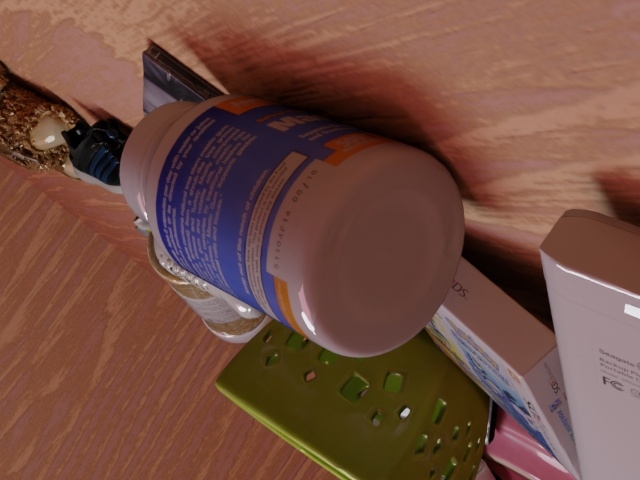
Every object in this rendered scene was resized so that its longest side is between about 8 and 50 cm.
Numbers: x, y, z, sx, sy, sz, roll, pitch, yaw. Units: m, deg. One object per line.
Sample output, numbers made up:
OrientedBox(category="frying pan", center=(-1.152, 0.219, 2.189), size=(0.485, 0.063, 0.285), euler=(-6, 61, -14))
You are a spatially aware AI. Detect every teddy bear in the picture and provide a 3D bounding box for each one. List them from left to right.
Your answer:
OrientedBox(category="teddy bear", center=(-0.453, -0.184, 1.601), size=(0.338, 0.113, 0.245), euler=(12, 163, 46))

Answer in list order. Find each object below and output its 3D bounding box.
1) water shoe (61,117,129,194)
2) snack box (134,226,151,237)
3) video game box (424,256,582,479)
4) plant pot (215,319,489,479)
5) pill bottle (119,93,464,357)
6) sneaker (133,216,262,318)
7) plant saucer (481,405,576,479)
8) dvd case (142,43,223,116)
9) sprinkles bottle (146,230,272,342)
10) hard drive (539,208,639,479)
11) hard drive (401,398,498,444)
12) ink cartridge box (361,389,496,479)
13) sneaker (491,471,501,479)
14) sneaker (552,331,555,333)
OrientedBox(category="water shoe", center=(-0.263, -0.110, 1.354), size=(0.203, 0.073, 0.080), euler=(7, 132, 45))
OrientedBox(category="snack box", center=(-0.280, -0.008, 1.946), size=(0.100, 0.037, 0.141), euler=(39, 169, -12))
OrientedBox(category="video game box", center=(0.140, 0.086, 0.884), size=(0.205, 0.048, 0.187), euler=(43, 170, 45))
OrientedBox(category="plant pot", center=(0.067, 0.156, 1.133), size=(0.228, 0.207, 0.227), euler=(29, 167, 34))
OrientedBox(category="pill bottle", center=(-0.037, -0.027, 0.812), size=(0.272, 0.152, 0.152), euler=(25, 165, 46))
OrientedBox(category="sneaker", center=(-0.152, 0.024, 1.385), size=(0.235, 0.095, 0.090), euler=(51, 174, 33))
OrientedBox(category="plant saucer", center=(0.314, 0.295, 1.313), size=(0.332, 0.084, 0.332), euler=(34, 170, 7))
OrientedBox(category="dvd case", center=(-0.102, -0.104, 1.037), size=(0.164, 0.018, 0.221), euler=(36, 169, -3))
OrientedBox(category="sprinkles bottle", center=(-0.160, 0.061, 1.647), size=(0.121, 0.121, 0.355), euler=(32, 169, 17))
OrientedBox(category="hard drive", center=(0.266, 0.139, 0.671), size=(0.233, 0.047, 0.353), euler=(23, 153, 33))
OrientedBox(category="hard drive", center=(0.143, 0.176, 1.261), size=(0.135, 0.094, 0.022), euler=(14, -156, 28))
OrientedBox(category="ink cartridge box", center=(0.128, 0.309, 1.440), size=(0.223, 0.129, 0.307), euler=(40, 172, 30))
OrientedBox(category="sneaker", center=(0.283, 0.371, 1.659), size=(0.295, 0.124, 0.178), euler=(16, 156, -8))
OrientedBox(category="sneaker", center=(0.211, 0.099, 0.871), size=(0.058, 0.052, 0.135), euler=(42, 168, -11))
